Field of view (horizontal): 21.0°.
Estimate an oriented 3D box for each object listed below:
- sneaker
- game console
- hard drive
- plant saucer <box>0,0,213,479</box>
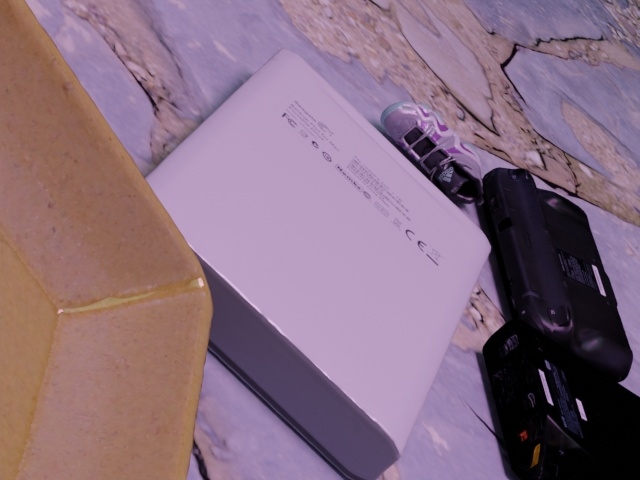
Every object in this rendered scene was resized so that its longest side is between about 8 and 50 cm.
[{"bbox_3d":[0.088,-0.059,1.276,0.098,0.038,0.069,30,29,-29],"label":"sneaker"},{"bbox_3d":[0.192,0.080,1.228,0.213,0.044,0.361,33,29,-28],"label":"game console"},{"bbox_3d":[0.000,0.000,1.057,0.203,0.040,0.307,44,26,-4],"label":"hard drive"},{"bbox_3d":[-0.168,0.004,0.663,0.333,0.081,0.332,58,20,-28],"label":"plant saucer"}]
